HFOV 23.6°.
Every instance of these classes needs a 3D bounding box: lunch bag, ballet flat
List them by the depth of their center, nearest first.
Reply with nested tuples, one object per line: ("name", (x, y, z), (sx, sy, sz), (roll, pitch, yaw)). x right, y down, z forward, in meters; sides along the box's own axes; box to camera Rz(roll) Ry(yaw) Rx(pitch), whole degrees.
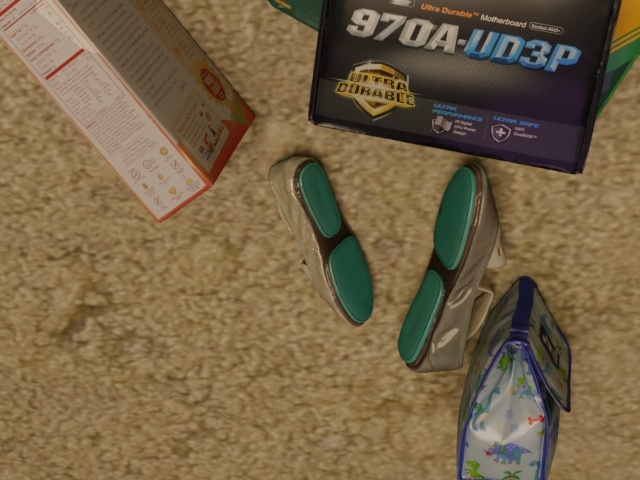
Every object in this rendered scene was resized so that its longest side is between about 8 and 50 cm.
("lunch bag", (0.171, 0.124, 1.343), (0.096, 0.129, 0.151), (4, 115, 8))
("ballet flat", (0.127, 0.025, 1.350), (0.068, 0.072, 0.213), (5, 121, -21))
("ballet flat", (0.000, 0.000, 1.370), (0.052, 0.057, 0.168), (-2, 115, 44))

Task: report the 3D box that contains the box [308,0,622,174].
("box", (0.110, -0.156, 1.169), (0.220, 0.051, 0.175), (12, 118, 6))

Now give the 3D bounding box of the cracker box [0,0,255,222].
("cracker box", (-0.165, -0.146, 1.265), (0.067, 0.155, 0.232), (-32, 105, 24))

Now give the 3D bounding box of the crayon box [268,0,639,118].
("crayon box", (0.119, -0.202, 1.221), (0.278, 0.081, 0.165), (29, 118, -3))
